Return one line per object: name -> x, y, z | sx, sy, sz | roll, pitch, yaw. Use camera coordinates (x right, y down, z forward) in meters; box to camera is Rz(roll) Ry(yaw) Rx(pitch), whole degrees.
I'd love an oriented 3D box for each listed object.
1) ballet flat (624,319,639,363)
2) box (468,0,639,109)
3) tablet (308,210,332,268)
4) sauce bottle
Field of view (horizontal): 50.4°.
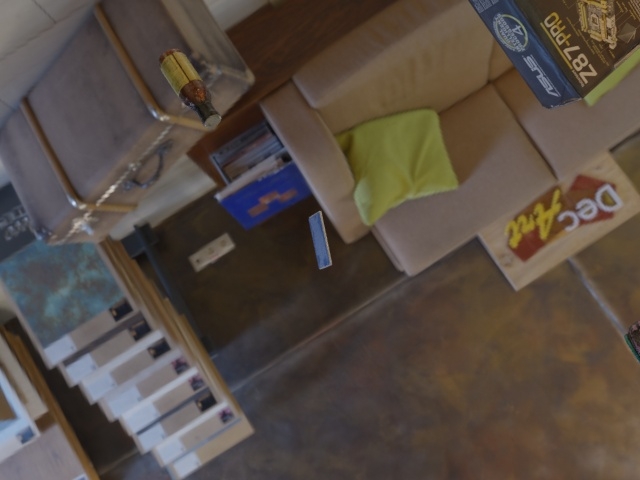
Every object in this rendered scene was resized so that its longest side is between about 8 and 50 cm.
ballet flat -> 0.430, 0.187, 0.777 | 0.079, 0.221, 0.077 | -27, 175, 28
box -> 0.332, -0.434, 0.937 | 0.318, 0.395, 0.097 | -42, -169, -13
tablet -> 0.000, 0.000, 1.035 | 0.006, 0.083, 0.054 | -10, 174, -21
sauce bottle -> -0.177, -0.206, 0.928 | 0.042, 0.128, 0.042 | -27, 157, -13
